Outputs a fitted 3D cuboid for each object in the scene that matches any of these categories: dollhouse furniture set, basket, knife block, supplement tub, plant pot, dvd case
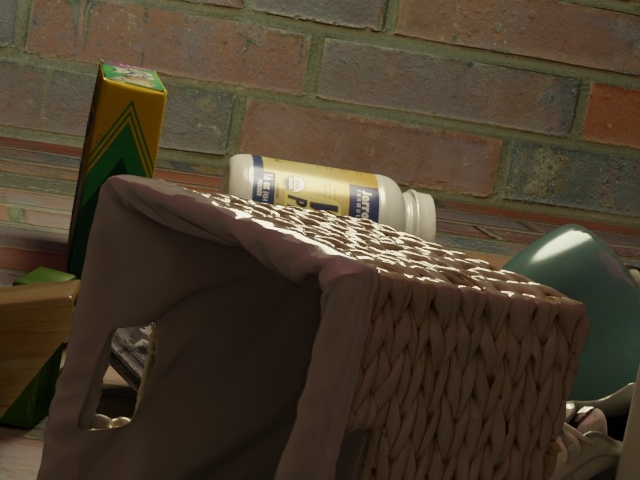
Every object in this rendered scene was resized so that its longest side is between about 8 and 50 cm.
[{"bbox_3d":[-0.360,0.082,1.697,0.198,0.151,0.301,11,9,5],"label":"dollhouse furniture set"},{"bbox_3d":[-0.020,0.144,1.184,0.266,0.328,0.331,8,8,-40],"label":"basket"},{"bbox_3d":[-0.386,0.089,1.399,0.242,0.275,0.088,39,6,-9],"label":"knife block"},{"bbox_3d":[0.000,0.000,2.336,0.316,0.228,0.228,8,10,-9],"label":"supplement tub"},{"bbox_3d":[0.246,0.153,1.689,0.195,0.290,0.290,-24,18,-11],"label":"plant pot"},{"bbox_3d":[-0.195,0.130,1.725,0.164,0.018,0.221,46,8,-5],"label":"dvd case"}]

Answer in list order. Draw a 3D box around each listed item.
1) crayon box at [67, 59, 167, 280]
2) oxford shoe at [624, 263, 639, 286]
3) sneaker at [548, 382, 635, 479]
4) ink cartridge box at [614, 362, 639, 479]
[{"bbox_3d":[-0.321,-0.107,2.376,0.106,0.313,0.363,8,9,-11],"label":"crayon box"},{"bbox_3d":[0.327,0.086,1.942,0.450,0.130,0.169,5,27,-19],"label":"oxford shoe"},{"bbox_3d":[0.207,0.210,1.450,0.292,0.118,0.110,-19,59,-33],"label":"sneaker"},{"bbox_3d":[0.447,0.146,1.421,0.286,0.394,0.166,4,11,-31],"label":"ink cartridge box"}]
